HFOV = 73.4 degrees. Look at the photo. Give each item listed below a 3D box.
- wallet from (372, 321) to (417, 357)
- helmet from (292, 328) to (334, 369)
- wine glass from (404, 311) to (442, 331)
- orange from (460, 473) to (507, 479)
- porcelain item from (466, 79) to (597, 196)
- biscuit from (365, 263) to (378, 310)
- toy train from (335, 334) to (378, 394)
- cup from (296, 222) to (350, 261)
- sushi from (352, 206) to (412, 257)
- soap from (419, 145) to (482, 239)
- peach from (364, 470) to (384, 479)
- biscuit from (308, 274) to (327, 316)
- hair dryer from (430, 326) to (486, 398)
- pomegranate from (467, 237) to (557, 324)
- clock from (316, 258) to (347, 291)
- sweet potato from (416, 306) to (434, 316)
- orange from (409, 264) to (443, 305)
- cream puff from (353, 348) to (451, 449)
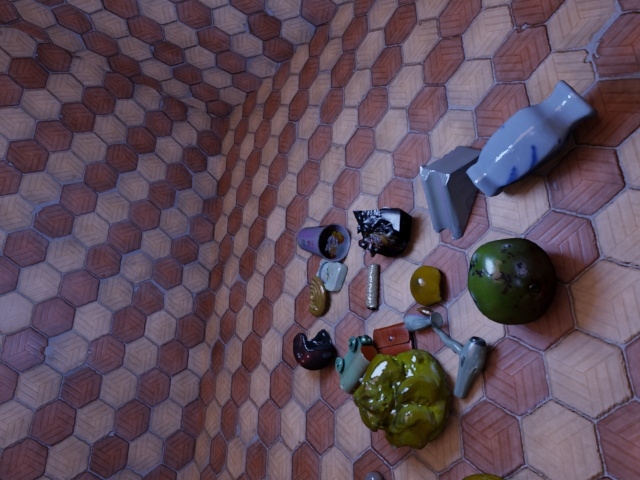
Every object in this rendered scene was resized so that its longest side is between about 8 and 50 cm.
[{"bbox_3d":[0.312,0.428,1.825,0.204,0.045,0.142,-27,57,43],"label":"wallet"},{"bbox_3d":[-0.035,0.536,2.102,0.216,0.189,0.193,-1,86,47],"label":"helmet"},{"bbox_3d":[0.408,0.319,1.701,0.155,0.073,0.073,-27,56,56],"label":"wine glass"},{"bbox_3d":[0.503,0.841,1.264,0.274,0.274,0.274,-22,61,46],"label":"orange"},{"bbox_3d":[0.701,-0.331,1.457,0.405,0.242,0.178,-46,71,34],"label":"porcelain item"},{"bbox_3d":[0.238,0.213,1.987,0.061,0.055,0.219,-18,63,59],"label":"biscuit"},{"bbox_3d":[0.160,0.542,1.877,0.177,0.116,0.285,-110,37,-46],"label":"toy train"},{"bbox_3d":[0.000,0.000,2.271,0.288,0.203,0.203,7,82,58],"label":"cup"},{"bbox_3d":[0.282,-0.026,1.925,0.227,0.215,0.212,1,82,30],"label":"sushi"},{"bbox_3d":[0.562,-0.203,1.746,0.159,0.258,0.302,21,138,52],"label":"soap"},{"bbox_3d":[0.218,0.969,1.723,0.083,0.083,0.083,-22,61,46],"label":"peach"},{"bbox_3d":[-0.015,0.305,2.232,0.144,0.033,0.224,36,126,50],"label":"biscuit"},{"bbox_3d":[0.495,0.451,1.587,0.267,0.092,0.229,179,98,-65],"label":"hair dryer"},{"bbox_3d":[0.588,0.117,1.409,0.323,0.290,0.291,31,102,52],"label":"pomegranate"},{"bbox_3d":[0.048,0.172,2.232,0.191,0.062,0.151,25,99,52],"label":"clock"},{"bbox_3d":[0.432,0.290,1.738,0.095,0.034,0.034,20,93,41],"label":"sweet potato"},{"bbox_3d":[0.421,0.181,1.735,0.160,0.112,0.170,-57,29,22],"label":"orange"},{"bbox_3d":[0.287,0.591,1.613,0.378,0.275,0.378,-22,60,44],"label":"cream puff"}]
